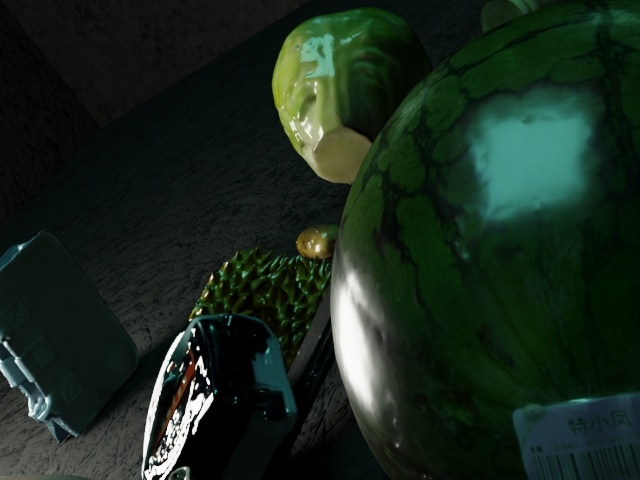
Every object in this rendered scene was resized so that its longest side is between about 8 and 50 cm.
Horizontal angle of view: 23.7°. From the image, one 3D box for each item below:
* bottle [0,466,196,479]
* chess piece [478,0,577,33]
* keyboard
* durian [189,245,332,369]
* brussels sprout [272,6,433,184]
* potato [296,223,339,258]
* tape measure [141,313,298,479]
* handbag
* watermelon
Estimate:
[{"bbox_3d":[-0.223,0.275,1.315,0.206,0.173,0.297,-37,12,-35],"label":"bottle"},{"bbox_3d":[0.318,-0.338,2.126,0.200,0.090,0.090,-33,11,-31],"label":"chess piece"},{"bbox_3d":[-0.007,0.114,1.415,0.250,0.017,0.087,-65,17,-2],"label":"keyboard"},{"bbox_3d":[-0.051,0.088,1.676,0.252,0.144,0.139,-57,-13,-37],"label":"durian"},{"bbox_3d":[0.047,-0.193,2.021,0.244,0.244,0.244,-34,15,11],"label":"brussels sprout"},{"bbox_3d":[0.000,0.000,1.877,0.051,0.040,0.083,-48,17,-20],"label":"potato"},{"bbox_3d":[-0.094,0.159,1.392,0.181,0.107,0.182,-98,29,-52],"label":"tape measure"},{"bbox_3d":[-0.344,0.123,1.921,0.062,0.229,0.179,-18,24,40],"label":"handbag"},{"bbox_3d":[0.173,0.024,0.884,0.363,0.363,0.363,-34,15,11],"label":"watermelon"}]
